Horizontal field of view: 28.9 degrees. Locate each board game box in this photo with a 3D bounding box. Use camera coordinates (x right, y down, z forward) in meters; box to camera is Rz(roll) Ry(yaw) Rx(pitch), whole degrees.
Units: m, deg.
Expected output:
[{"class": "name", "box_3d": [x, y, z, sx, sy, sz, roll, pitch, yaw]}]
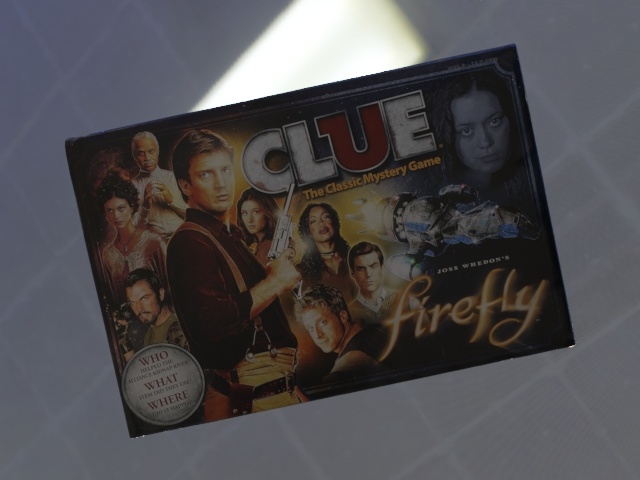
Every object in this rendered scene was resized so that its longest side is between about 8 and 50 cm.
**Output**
[{"class": "board game box", "box_3d": [0.000, 0.000, 0.670, 0.243, 0.042, 0.165, -12, -86, 1]}]
